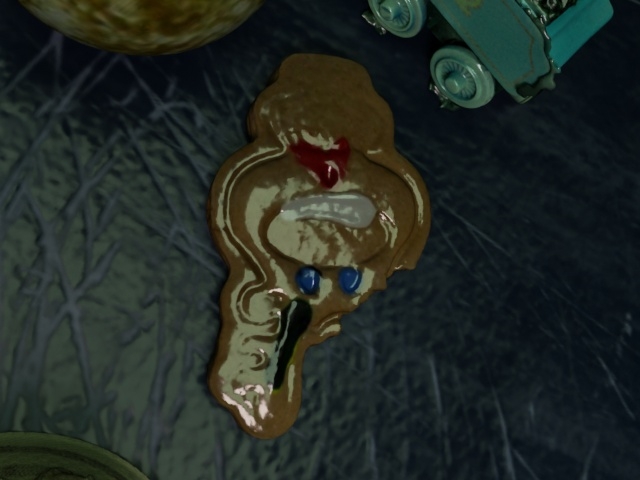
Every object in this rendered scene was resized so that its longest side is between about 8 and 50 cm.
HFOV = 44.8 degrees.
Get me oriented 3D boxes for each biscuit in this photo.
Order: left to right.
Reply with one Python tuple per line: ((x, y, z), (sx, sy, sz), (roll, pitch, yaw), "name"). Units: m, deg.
((-0.009, -0.001, 0.633), (0.183, 0.047, 0.320), (27, 74, -9), "biscuit")

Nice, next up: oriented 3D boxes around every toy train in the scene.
((0.136, -0.211, 0.656), (0.203, 0.163, 0.112), (47, 68, -5), "toy train")

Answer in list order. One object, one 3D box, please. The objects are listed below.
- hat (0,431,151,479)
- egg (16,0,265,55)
((-0.175, 0.203, 0.448), (0.252, 0.110, 0.252), (15, 46, -16), "hat")
((-0.134, -0.271, 0.540), (0.238, 0.238, 0.290), (-16, 77, -20), "egg")
